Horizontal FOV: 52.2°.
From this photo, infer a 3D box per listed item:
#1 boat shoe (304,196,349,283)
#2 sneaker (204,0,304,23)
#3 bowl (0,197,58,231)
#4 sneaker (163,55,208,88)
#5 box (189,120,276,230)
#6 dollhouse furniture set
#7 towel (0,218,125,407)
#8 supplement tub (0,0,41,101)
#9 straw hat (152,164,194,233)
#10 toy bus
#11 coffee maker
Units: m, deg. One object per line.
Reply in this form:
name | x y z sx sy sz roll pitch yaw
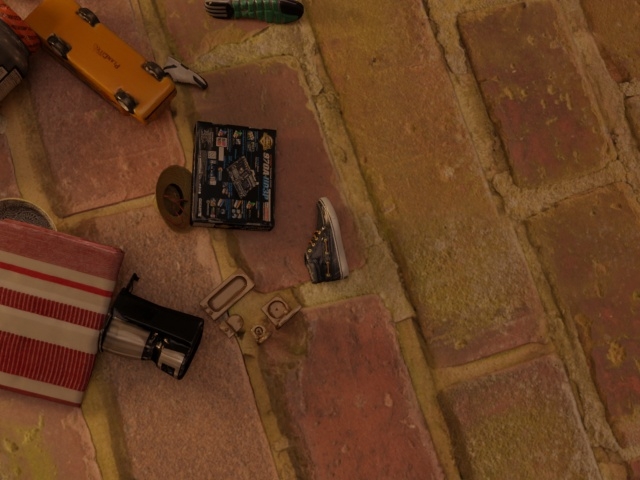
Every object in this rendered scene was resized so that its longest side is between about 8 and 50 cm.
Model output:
boat shoe | 0.000 0.000 1.389 0.083 0.065 0.183 -12 82 -11
sneaker | -0.147 -0.555 1.473 0.223 0.083 0.098 3 74 -6
bowl | -0.593 -0.003 1.297 0.170 0.080 0.170 -1 98 -4
sneaker | -0.298 -0.361 1.440 0.109 0.040 0.044 32 93 3
box | -0.184 -0.136 1.386 0.175 0.051 0.220 3 79 -17
dollhouse furniture set | -0.145 0.132 1.315 0.144 0.123 0.151 -41 87 -13
towel | -0.535 0.142 1.262 0.237 0.037 0.329 17 97 -6
supplement tub | -0.725 -0.335 1.297 0.193 0.193 0.316 37 76 1
straw hat | -0.316 -0.082 1.364 0.061 0.144 0.144 -6 77 32
toy bus | -0.458 -0.374 1.370 0.332 0.130 0.108 39 76 1
coffee maker | -0.323 0.168 1.288 0.178 0.120 0.171 20 77 -4
